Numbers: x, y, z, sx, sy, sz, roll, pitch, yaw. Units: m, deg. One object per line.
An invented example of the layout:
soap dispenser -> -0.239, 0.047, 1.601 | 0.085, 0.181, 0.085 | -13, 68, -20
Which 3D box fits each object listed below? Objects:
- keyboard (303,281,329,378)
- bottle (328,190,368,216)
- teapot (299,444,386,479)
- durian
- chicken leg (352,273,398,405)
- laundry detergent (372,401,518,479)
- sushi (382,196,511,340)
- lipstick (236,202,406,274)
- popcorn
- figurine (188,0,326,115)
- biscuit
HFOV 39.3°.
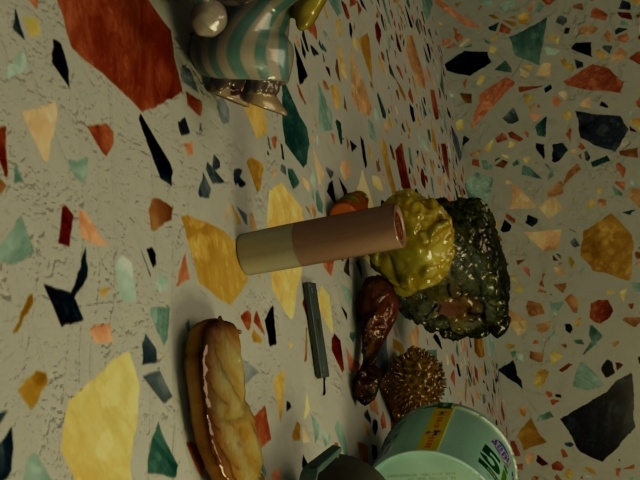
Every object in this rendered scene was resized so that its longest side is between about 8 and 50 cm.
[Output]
keyboard -> -0.007, 0.164, 1.650 | 0.055, 0.014, 0.176 | 15, 66, -71
bottle -> 0.068, -0.070, 1.929 | 0.187, 0.069, 0.069 | -50, 127, -70
teapot -> 0.009, 0.411, 1.321 | 0.225, 0.170, 0.203 | -17, 108, -66
durian -> 0.231, 0.340, 2.094 | 0.249, 0.137, 0.183 | -7, 78, -78
chicken leg -> 0.114, 0.208, 1.889 | 0.113, 0.093, 0.304 | 75, 19, -51
laundry detergent -> 0.238, 0.487, 1.768 | 0.305, 0.287, 0.287 | -33, 111, -70
sushi -> 0.305, 0.074, 2.197 | 0.178, 0.294, 0.352 | -67, 141, -55
lipstick -> 0.000, 0.000, 1.377 | 0.070, 0.254, 0.070 | -10, 90, -72
popcorn -> 0.200, 0.006, 1.981 | 0.192, 0.233, 0.266 | -33, 145, -33
figurine -> -0.186, -0.392, 1.245 | 0.377, 0.266, 0.362 | 8, 99, -38
biscuit -> -0.125, 0.251, 1.197 | 0.154, 0.045, 0.299 | -20, 99, -72
